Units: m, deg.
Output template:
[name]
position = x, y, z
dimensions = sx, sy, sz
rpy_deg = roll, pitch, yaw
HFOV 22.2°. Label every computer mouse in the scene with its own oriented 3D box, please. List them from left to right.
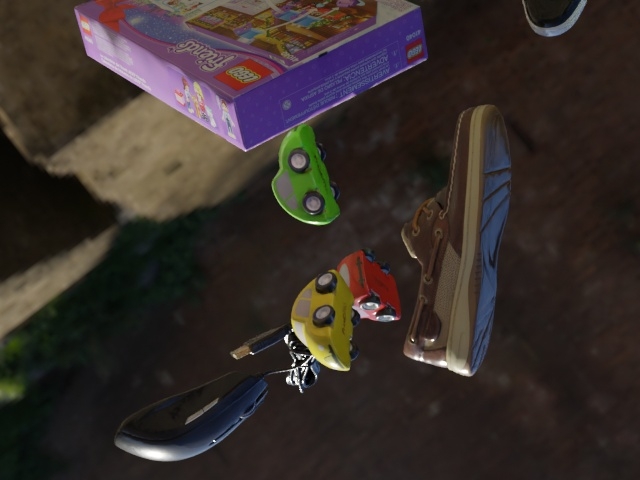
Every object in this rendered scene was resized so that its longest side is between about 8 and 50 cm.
[computer mouse]
position = -0.107, 0.181, 1.852
dimensions = 0.262, 0.060, 0.184
rpy_deg = -21, 156, -15

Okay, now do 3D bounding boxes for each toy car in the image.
[toy car]
position = 0.000, 0.000, 1.571
dimensions = 0.053, 0.225, 0.239
rpy_deg = -16, -173, 19

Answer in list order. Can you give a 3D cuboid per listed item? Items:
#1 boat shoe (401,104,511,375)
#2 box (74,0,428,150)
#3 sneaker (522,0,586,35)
[boat shoe]
position = 0.156, -0.004, 2.014
dimensions = 0.123, 0.123, 0.342
rpy_deg = -36, 133, -61
[box]
position = -0.070, -0.191, 1.496
dimensions = 0.201, 0.057, 0.293
rpy_deg = -28, -144, -23
[sneaker]
position = 0.255, -0.345, 1.812
dimensions = 0.079, 0.121, 0.217
rpy_deg = 1, -119, 27
